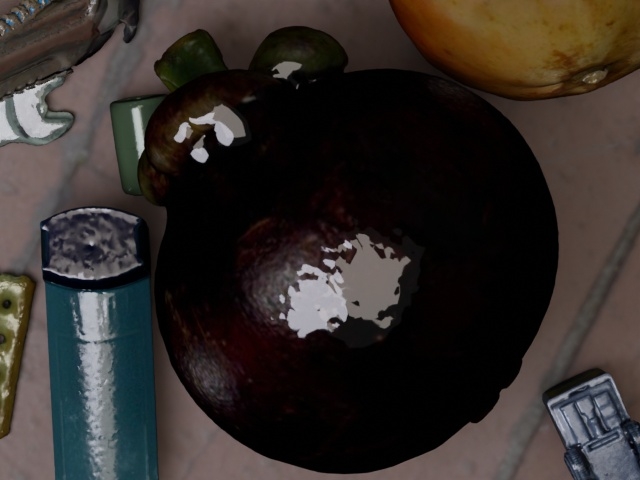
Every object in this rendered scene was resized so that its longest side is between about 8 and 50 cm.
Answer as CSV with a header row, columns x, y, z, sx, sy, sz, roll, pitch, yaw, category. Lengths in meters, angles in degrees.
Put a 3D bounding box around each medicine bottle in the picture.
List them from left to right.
x,y,z,sx,sy,sz,roll,pitch,yaw,category
-0.161,0.095,1.406,0.079,0.124,0.258,-3,101,-6,medicine bottle

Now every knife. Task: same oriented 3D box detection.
x,y,z,sx,sy,sz,roll,pitch,yaw,category
-0.270,-0.113,1.316,0.365,0.043,0.089,-31,130,-37,knife

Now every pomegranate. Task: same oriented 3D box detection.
x,y,z,sx,sy,sz,roll,pitch,yaw,category
0.149,-0.235,1.309,0.229,0.252,0.270,-25,80,33,pomegranate

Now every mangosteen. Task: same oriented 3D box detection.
x,y,z,sx,sy,sz,roll,pitch,yaw,category
0.012,0.003,1.305,0.297,0.297,0.313,-36,122,2,mangosteen

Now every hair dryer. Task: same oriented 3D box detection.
x,y,z,sx,sy,sz,roll,pitch,yaw,category
-0.080,-0.080,1.431,0.150,0.047,0.071,-10,101,-12,hair dryer

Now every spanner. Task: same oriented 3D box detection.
x,y,z,sx,sy,sz,roll,pitch,yaw,category
-0.324,-0.051,1.428,0.302,0.017,0.071,-22,99,1,spanner

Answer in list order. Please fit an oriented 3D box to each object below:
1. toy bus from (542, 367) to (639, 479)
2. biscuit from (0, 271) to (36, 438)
x,y,z,sx,sy,sz,roll,pitch,yaw,category
0.230,0.193,1.463,0.064,0.075,0.191,-25,98,-1,toy bus
-0.340,0.074,1.440,0.231,0.016,0.139,10,101,-7,biscuit
